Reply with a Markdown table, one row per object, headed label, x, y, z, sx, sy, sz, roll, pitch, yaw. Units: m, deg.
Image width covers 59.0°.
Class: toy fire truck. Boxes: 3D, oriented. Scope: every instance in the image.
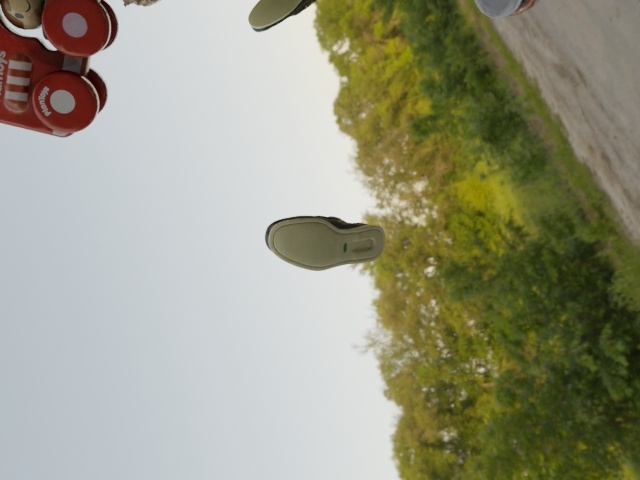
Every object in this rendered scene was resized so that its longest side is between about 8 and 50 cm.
| label | x | y | z | sx | sy | sz | roll | pitch | yaw |
| --- | --- | --- | --- | --- | --- | --- | --- | --- | --- |
| toy fire truck | -0.487 | -0.326 | 0.946 | 0.169 | 0.254 | 0.302 | -120 | 44 | -64 |

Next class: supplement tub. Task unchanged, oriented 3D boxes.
| label | x | y | z | sx | sy | sz | roll | pitch | yaw |
| --- | --- | --- | --- | --- | --- | --- | --- | --- | --- |
| supplement tub | 0.296 | -0.403 | 0.836 | 0.198 | 0.106 | 0.106 | -52 | -52 | -34 |

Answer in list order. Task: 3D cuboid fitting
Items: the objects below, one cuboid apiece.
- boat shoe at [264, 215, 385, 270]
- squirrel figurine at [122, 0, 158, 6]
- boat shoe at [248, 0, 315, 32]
| label | x | y | z | sx | sy | sz | roll | pitch | yaw |
| --- | --- | --- | --- | --- | --- | --- | --- | --- | --- |
| boat shoe | 0.000 | 0.000 | 0.909 | 0.233 | 0.079 | 0.084 | 2 | -77 | -42 |
| squirrel figurine | -0.379 | -0.620 | 0.948 | 0.370 | 0.397 | 0.281 | 36 | -119 | -2 |
| boat shoe | -0.049 | -0.339 | 0.815 | 0.049 | 0.133 | 0.042 | 41 | 164 | 16 |
